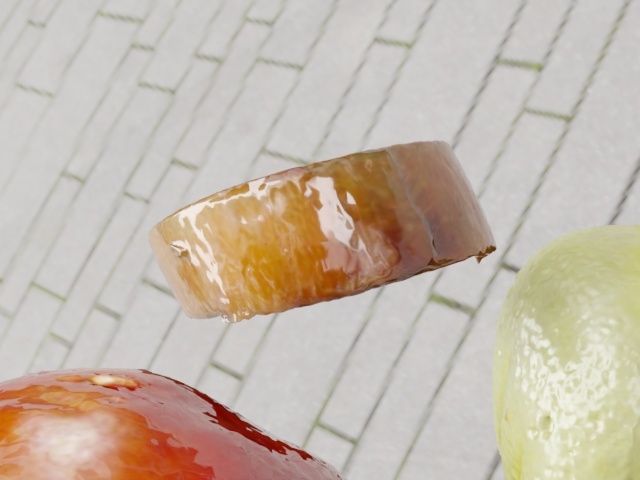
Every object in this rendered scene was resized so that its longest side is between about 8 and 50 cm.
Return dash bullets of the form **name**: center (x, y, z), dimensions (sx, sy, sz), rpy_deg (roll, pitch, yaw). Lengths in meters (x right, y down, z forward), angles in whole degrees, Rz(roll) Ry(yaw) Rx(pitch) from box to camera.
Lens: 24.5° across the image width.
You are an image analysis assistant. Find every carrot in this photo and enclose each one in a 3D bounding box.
- **carrot**: center (0.000, 0.000, 1.141), dimensions (0.258, 0.307, 0.100), rpy_deg (-13, 87, -2)

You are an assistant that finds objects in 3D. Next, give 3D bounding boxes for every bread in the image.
- **bread**: center (0.264, 0.147, 1.307), dimensions (0.237, 0.320, 0.320), rpy_deg (-19, 40, -9)

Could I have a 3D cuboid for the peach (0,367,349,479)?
- **peach**: center (-0.087, 0.205, 0.554), dimensions (0.281, 0.281, 0.338), rpy_deg (-47, 32, 13)
